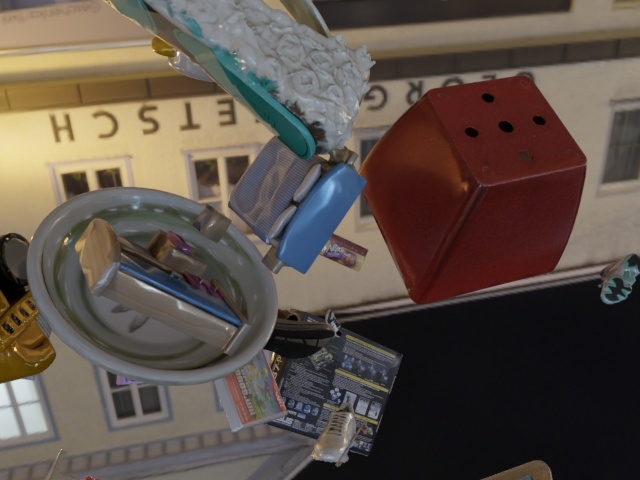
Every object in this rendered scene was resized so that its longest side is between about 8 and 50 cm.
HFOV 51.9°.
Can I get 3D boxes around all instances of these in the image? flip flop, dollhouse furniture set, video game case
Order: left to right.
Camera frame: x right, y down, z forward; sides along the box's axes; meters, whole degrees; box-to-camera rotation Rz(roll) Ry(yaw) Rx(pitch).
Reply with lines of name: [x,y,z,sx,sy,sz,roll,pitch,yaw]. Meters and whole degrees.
dollhouse furniture set: [-0.142,-0.063,0.847,0.198,0.303,0.286,34,-176,-35]
video game case: [-0.159,0.294,1.409,0.025,0.204,0.285,-26,165,10]
flip flop: [-0.094,0.176,1.325,0.277,0.112,0.080,9,-136,-26]

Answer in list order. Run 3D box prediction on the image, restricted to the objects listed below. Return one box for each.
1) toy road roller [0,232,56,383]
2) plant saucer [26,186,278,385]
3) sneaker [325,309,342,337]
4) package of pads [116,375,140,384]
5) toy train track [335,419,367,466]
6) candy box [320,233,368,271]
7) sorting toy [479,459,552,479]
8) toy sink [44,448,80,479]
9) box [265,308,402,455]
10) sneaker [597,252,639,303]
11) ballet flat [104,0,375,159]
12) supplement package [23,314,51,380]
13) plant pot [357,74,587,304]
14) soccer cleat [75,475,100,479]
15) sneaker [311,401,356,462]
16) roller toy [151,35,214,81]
toy road roller: [-0.566,0.156,1.049,0.202,0.240,0.329,-16,-158,13]
plant saucer: [-0.270,0.081,1.073,0.400,0.100,0.400,20,-141,-17]
sneaker: [0.036,0.208,1.646,0.037,0.083,0.032,10,-140,29]
package of pads: [-0.546,0.389,1.900,0.083,0.050,0.032,2,-169,-27]
toy train track: [0.052,0.320,1.031,0.014,0.048,0.083,34,-116,12]
candy box: [0.000,0.000,1.335,0.109,0.053,0.187,25,180,-32]
sorting toy: [0.252,0.419,0.970,0.193,0.038,0.208,-29,-169,21]
toy sink: [-0.568,0.613,1.452,0.131,0.153,0.234,25,-148,-17]
box: [0.029,0.408,1.869,0.395,0.318,0.097,27,168,-33]
sneaker: [0.436,0.064,0.988,0.098,0.038,0.069,-41,179,-23]
ballet flat: [-0.119,-0.242,0.639,0.409,0.147,0.147,38,-149,-6]
supplement package: [-0.657,0.151,1.324,0.194,0.149,0.203,7,-121,0]
plant pot: [0.240,-0.095,1.005,0.267,0.235,0.267,-12,-119,-18]
soccer cleat: [-0.445,0.546,1.306,0.083,0.095,0.248,-8,-172,-43]
sneaker: [0.037,0.459,1.569,0.090,0.094,0.235,10,-176,9]
roller toy: [-0.212,-0.402,1.322,0.191,0.146,0.209,23,-147,19]
